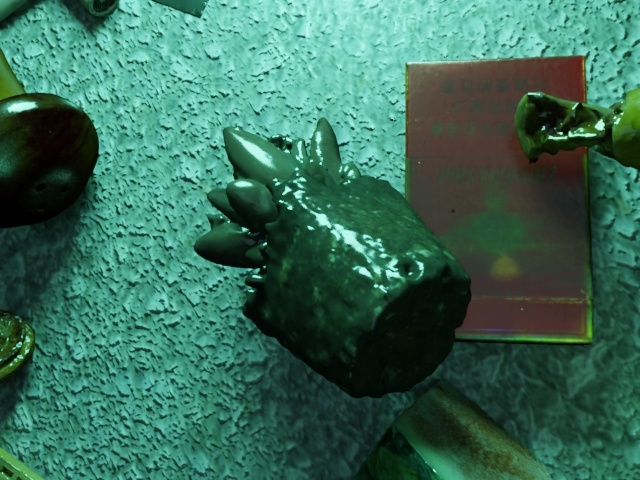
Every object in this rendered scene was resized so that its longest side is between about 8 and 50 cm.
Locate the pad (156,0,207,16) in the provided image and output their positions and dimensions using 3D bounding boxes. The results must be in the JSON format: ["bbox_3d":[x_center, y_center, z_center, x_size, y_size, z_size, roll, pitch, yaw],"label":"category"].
[{"bbox_3d":[-0.180,-0.412,0.916,0.127,0.004,0.190,24,87,13],"label":"pad"}]

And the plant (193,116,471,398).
[{"bbox_3d":[0.000,0.000,0.683,0.320,0.181,0.194,41,119,38],"label":"plant"}]

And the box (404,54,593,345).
[{"bbox_3d":[0.193,-0.043,0.746,0.197,0.089,0.314,1,81,8],"label":"box"}]

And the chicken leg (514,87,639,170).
[{"bbox_3d":[0.401,-0.143,0.636,0.409,0.182,0.295,5,103,9],"label":"chicken leg"}]

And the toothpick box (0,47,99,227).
[{"bbox_3d":[-0.418,-0.149,0.830,0.294,0.192,0.192,43,91,19],"label":"toothpick box"}]

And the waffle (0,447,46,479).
[{"bbox_3d":[-0.406,0.319,0.837,0.135,0.021,0.092,31,86,14],"label":"waffle"}]

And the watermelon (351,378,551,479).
[{"bbox_3d":[0.156,0.259,0.664,0.213,0.262,0.201,39,62,17],"label":"watermelon"}]

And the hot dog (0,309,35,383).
[{"bbox_3d":[-0.436,0.153,0.846,0.147,0.065,0.099,-35,67,6],"label":"hot dog"}]

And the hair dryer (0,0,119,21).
[{"bbox_3d":[-0.415,-0.332,0.922,0.220,0.053,0.195,-45,77,2],"label":"hair dryer"}]
